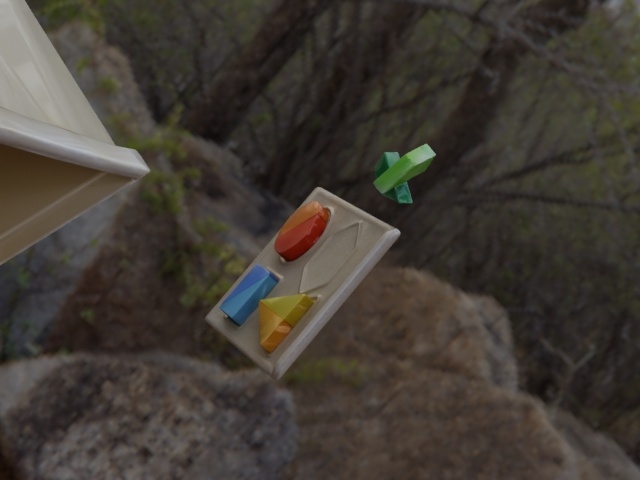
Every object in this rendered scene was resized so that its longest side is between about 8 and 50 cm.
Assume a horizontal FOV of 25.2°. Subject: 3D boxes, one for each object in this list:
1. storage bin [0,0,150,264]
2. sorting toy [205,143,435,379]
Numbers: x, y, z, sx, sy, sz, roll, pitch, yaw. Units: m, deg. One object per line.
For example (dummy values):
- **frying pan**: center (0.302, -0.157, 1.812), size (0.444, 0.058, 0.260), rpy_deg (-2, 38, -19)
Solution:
- **storage bin**: center (-0.229, -0.015, 0.501), size (0.123, 0.260, 0.262), rpy_deg (58, 5, 4)
- **sorting toy**: center (0.000, 0.000, 0.439), size (0.012, 0.083, 0.062), rpy_deg (43, -6, -27)
